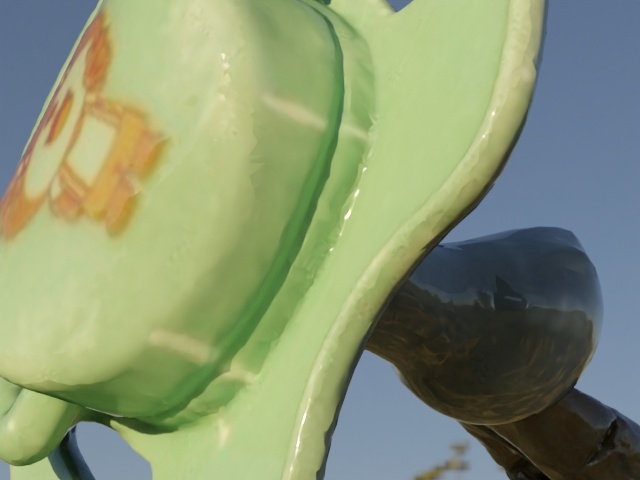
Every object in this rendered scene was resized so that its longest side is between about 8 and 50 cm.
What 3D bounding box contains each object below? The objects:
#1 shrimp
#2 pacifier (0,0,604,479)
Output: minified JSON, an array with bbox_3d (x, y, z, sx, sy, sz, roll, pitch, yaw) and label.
[{"bbox_3d":[0.163,0.149,0.953,0.289,0.075,0.178,33,-11,-19],"label":"shrimp"},{"bbox_3d":[0.000,0.000,0.679,0.269,0.343,0.288,25,12,-36],"label":"pacifier"}]
